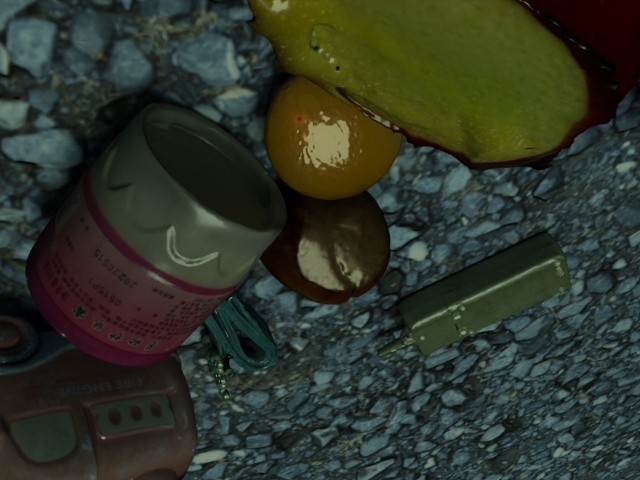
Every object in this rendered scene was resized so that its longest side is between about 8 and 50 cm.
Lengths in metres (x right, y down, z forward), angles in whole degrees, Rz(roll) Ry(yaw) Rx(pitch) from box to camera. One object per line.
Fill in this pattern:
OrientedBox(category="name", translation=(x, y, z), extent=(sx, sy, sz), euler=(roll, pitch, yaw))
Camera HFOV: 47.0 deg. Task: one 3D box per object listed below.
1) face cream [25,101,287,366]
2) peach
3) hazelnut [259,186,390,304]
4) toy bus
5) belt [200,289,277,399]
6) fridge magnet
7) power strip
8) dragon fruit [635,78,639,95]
OrientedBox(category="face cream", translation=(-0.153, -0.004, 0.695), extent=(0.175, 0.175, 0.195), euler=(23, 122, -38))
OrientedBox(category="peach", translation=(0.097, -0.215, 0.579), extent=(0.362, 0.201, 0.258), euler=(23, 163, -22))
OrientedBox(category="hazelnut", translation=(0.000, 0.000, 0.807), extent=(0.154, 0.143, 0.143), euler=(13, 127, -23))
OrientedBox(category="toy bus", translation=(-0.275, 0.218, 0.806), extent=(0.294, 0.231, 0.197), euler=(-2, 135, -39))
OrientedBox(category="belt", translation=(-0.121, 0.113, 0.914), extent=(0.100, 0.065, 0.179), euler=(-30, 136, -4))
OrientedBox(category="fridge magnet", translation=(0.014, -0.109, 0.726), extent=(0.143, 0.063, 0.143), euler=(-7, 115, -14))
OrientedBox(category="power strip", translation=(0.206, 0.089, 1.031), extent=(0.288, 0.053, 0.093), euler=(-25, 139, 3))
OrientedBox(category="dragon fruit", translation=(0.458, -0.195, 0.693), extent=(0.278, 0.277, 0.343), euler=(13, 157, -33))
